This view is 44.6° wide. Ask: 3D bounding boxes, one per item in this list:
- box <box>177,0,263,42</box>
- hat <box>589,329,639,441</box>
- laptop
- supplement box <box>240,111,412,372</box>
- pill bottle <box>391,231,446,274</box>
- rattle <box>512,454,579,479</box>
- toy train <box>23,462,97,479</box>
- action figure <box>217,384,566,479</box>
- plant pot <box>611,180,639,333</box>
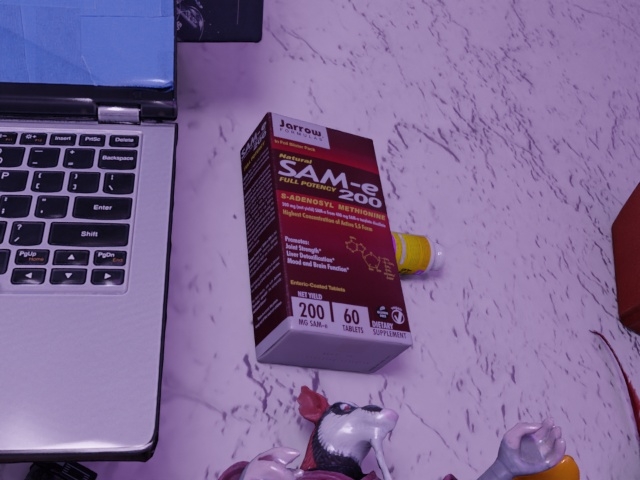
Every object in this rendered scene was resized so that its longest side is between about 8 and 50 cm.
[{"bbox_3d":[-0.213,-0.347,0.649,0.312,0.344,0.178,-13,25,-40],"label":"box"},{"bbox_3d":[0.393,0.244,0.893,0.172,0.183,0.209,19,92,-14],"label":"hat"},{"bbox_3d":[-0.279,-0.111,0.437,0.381,0.236,0.408,0,52,-7],"label":"laptop"},{"bbox_3d":[0.000,0.000,0.757,0.130,0.073,0.240,10,54,-28],"label":"supplement box"},{"bbox_3d":[0.092,0.014,0.830,0.083,0.043,0.043,6,57,-31],"label":"pill bottle"},{"bbox_3d":[0.134,0.278,0.607,0.199,0.142,0.130,-31,91,-52],"label":"rattle"},{"bbox_3d":[-0.136,0.198,0.559,0.158,0.027,0.036,33,36,-10],"label":"toy train"},{"bbox_3d":[0.034,0.259,0.540,0.247,0.276,0.370,12,30,-16],"label":"action figure"},{"bbox_3d":[0.527,0.021,0.990,0.267,0.236,0.267,27,49,-16],"label":"plant pot"}]
